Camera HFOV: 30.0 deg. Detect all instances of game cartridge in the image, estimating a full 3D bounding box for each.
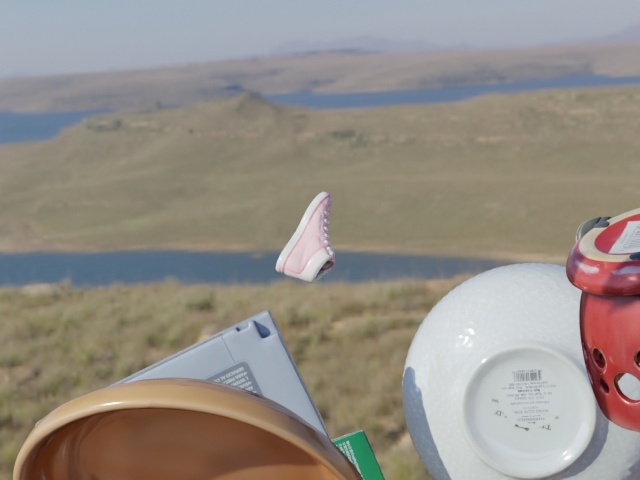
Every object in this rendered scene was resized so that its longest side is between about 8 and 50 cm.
[{"bbox_3d":[-0.150,0.231,1.369,0.297,0.198,0.062,-25,8,-2],"label":"game cartridge"}]

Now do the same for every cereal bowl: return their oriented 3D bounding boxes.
[{"bbox_3d":[0.258,0.197,1.458,0.339,0.339,0.141,-1,4,16],"label":"cereal bowl"}]

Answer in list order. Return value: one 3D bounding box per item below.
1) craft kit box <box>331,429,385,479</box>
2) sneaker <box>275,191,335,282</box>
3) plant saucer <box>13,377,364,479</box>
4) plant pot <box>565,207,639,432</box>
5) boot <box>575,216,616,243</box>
[{"bbox_3d":[0.070,0.345,1.176,0.061,0.250,0.246,-19,-29,-8],"label":"craft kit box"},{"bbox_3d":[0.000,0.000,1.631,0.070,0.134,0.051,24,-24,15],"label":"sneaker"},{"bbox_3d":[-0.068,0.140,0.664,0.200,0.200,0.037,-2,43,12],"label":"plant saucer"},{"bbox_3d":[0.339,0.066,1.145,0.191,0.174,0.191,-17,18,6],"label":"plant pot"},{"bbox_3d":[0.382,0.031,1.577,0.190,0.076,0.208,21,-9,-12],"label":"boot"}]
